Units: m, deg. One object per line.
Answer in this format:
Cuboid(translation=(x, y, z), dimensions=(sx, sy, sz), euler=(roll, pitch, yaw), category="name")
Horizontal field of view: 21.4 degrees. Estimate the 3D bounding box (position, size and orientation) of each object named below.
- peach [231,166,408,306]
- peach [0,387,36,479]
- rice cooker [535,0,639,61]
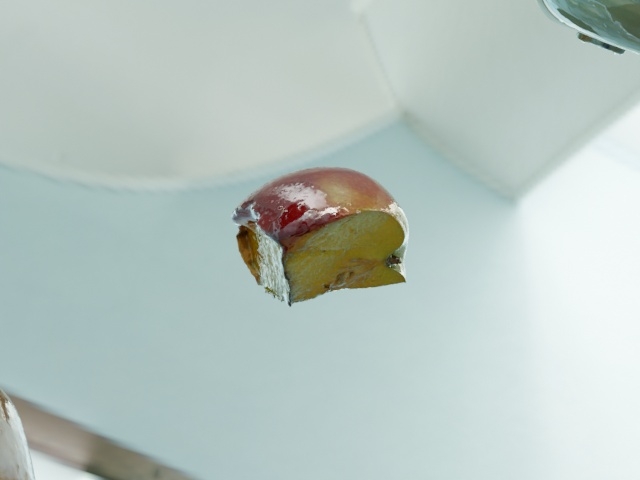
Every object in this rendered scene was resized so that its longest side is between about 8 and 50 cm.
Cuboid(translation=(0.002, -0.005, 1.403), dimensions=(0.151, 0.118, 0.151), euler=(-13, -34, -9), category="peach")
Cuboid(translation=(-0.290, 0.146, 1.013), dimensions=(0.252, 0.252, 0.252), euler=(10, -36, 7), category="peach")
Cuboid(translation=(0.299, -0.224, 1.084), dimensions=(0.288, 0.288, 0.277), euler=(21, -80, -9), category="rice cooker")
